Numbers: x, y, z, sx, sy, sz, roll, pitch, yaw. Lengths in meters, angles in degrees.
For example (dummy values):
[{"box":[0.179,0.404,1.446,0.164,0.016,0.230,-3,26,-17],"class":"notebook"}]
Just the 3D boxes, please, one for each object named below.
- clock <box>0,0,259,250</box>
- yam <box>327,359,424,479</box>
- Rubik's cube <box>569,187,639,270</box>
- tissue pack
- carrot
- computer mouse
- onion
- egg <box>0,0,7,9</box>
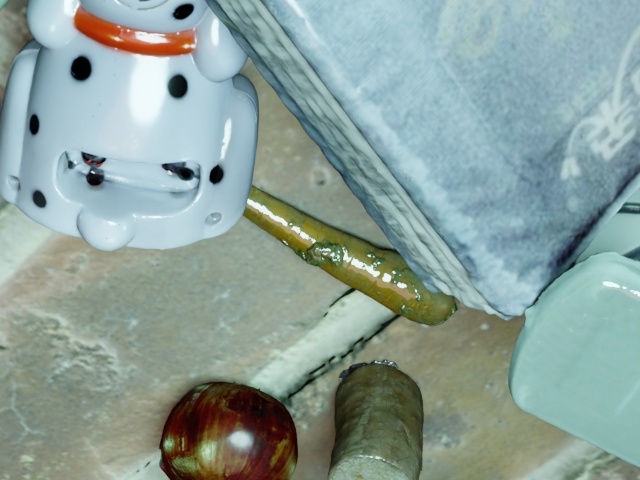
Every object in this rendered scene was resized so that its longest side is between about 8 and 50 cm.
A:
[{"box":[-0.118,-0.142,0.839,0.189,0.189,0.254,10,125,-3],"class":"clock"},{"box":[0.047,0.167,1.071,0.084,0.127,0.084,3,123,5],"class":"yam"},{"box":[0.298,-0.004,0.892,0.207,0.205,0.205,-33,117,21],"class":"Rubik's cube"},{"box":[0.081,-0.187,0.761,0.288,0.124,0.394,-44,117,-11],"class":"tissue pack"},{"box":[0.000,0.000,1.013,0.254,0.049,0.049,28,121,-10],"class":"carrot"},{"box":[0.229,0.084,0.787,0.231,0.079,0.128,27,120,-7],"class":"computer mouse"},{"box":[-0.074,0.175,1.091,0.117,0.118,0.118,15,127,-34],"class":"onion"},{"box":[-0.280,-0.207,0.787,0.203,0.203,0.283,37,123,-20],"class":"egg"}]
